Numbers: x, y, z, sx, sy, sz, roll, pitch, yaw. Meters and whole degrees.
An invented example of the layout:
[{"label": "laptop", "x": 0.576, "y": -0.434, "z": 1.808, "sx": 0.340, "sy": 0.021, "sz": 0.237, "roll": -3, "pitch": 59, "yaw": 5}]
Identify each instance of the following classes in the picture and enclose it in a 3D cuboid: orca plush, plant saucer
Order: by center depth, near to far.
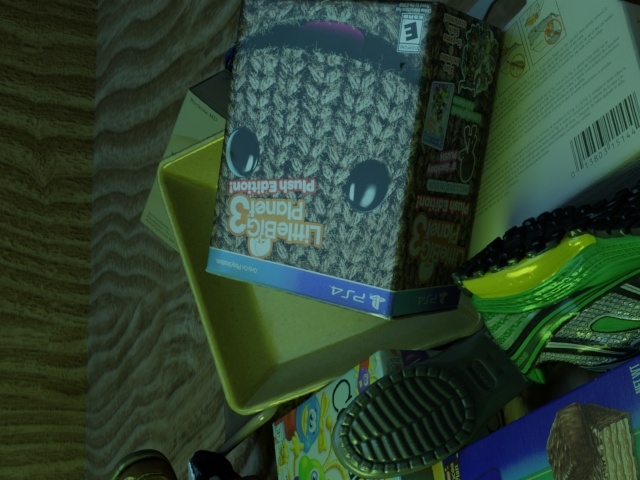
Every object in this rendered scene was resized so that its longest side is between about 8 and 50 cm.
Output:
[{"label": "plant saucer", "x": 0.000, "y": 0.000, "z": 1.111, "sx": 0.333, "sy": 0.081, "sz": 0.333, "roll": -23, "pitch": 79, "yaw": 21}, {"label": "orca plush", "x": -0.128, "y": 0.462, "z": 1.469, "sx": 0.102, "sy": 0.151, "sz": 0.287, "roll": -4, "pitch": 96, "yaw": 22}]

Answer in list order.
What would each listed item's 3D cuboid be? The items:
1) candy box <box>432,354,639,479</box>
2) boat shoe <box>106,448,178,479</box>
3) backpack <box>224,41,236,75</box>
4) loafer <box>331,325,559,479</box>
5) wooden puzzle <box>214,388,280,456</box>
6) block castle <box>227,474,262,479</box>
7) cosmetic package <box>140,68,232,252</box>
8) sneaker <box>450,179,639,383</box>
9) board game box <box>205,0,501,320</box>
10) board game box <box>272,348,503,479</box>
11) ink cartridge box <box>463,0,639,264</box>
[{"label": "candy box", "x": 0.235, "y": 0.262, "z": 0.741, "sx": 0.317, "sy": 0.122, "sz": 0.268, "roll": 131, "pitch": 136, "yaw": -52}, {"label": "boat shoe", "x": -0.222, "y": 0.415, "z": 1.202, "sx": 0.104, "sy": 0.110, "sz": 0.307, "roll": 44, "pitch": 134, "yaw": 51}, {"label": "backpack", "x": -0.102, "y": -0.312, "z": 1.557, "sx": 0.120, "sy": 0.098, "sz": 0.101, "roll": 152, "pitch": 123, "yaw": -61}, {"label": "loafer", "x": 0.124, "y": 0.151, "z": 0.899, "sx": 0.094, "sy": 0.251, "sz": 0.087, "roll": 60, "pitch": 167, "yaw": 15}, {"label": "wooden puzzle", "x": -0.097, "y": 0.143, "z": 1.458, "sx": 0.322, "sy": 0.080, "sz": 0.348, "roll": 129, "pitch": 144, "yaw": -62}, {"label": "block castle", "x": -0.111, "y": 0.583, "z": 1.291, "sx": 0.303, "sy": 0.213, "sz": 0.453, "roll": 13, "pitch": 98, "yaw": 62}, {"label": "cosmetic package", "x": -0.181, "y": -0.115, "z": 1.591, "sx": 0.160, "sy": 0.113, "sz": 0.309, "roll": 37, "pitch": 132, "yaw": 11}, {"label": "sneaker", "x": 0.270, "y": 0.030, "z": 0.749, "sx": 0.343, "sy": 0.134, "sz": 0.146, "roll": -23, "pitch": 101, "yaw": 54}, {"label": "board game box", "x": 0.030, "y": -0.089, "z": 0.948, "sx": 0.232, "sy": 0.141, "sz": 0.291, "roll": 12, "pitch": 97, "yaw": 34}, {"label": "board game box", "x": 0.070, "y": 0.235, "z": 1.057, "sx": 0.275, "sy": 0.144, "sz": 0.142, "roll": -44, "pitch": 48, "yaw": 52}, {"label": "ink cartridge box", "x": 0.215, "y": -0.138, "z": 0.917, "sx": 0.296, "sy": 0.066, "sz": 0.261, "roll": -43, "pitch": 48, "yaw": 53}]
